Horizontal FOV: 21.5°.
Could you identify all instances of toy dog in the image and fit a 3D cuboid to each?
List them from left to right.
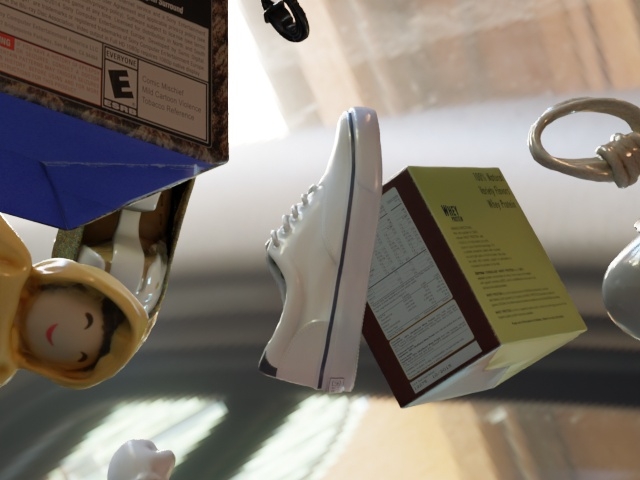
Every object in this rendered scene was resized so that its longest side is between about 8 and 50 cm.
[{"bbox_3d":[0.326,-0.030,1.260,0.220,0.334,0.161,57,-15,37],"label":"toy dog"}]

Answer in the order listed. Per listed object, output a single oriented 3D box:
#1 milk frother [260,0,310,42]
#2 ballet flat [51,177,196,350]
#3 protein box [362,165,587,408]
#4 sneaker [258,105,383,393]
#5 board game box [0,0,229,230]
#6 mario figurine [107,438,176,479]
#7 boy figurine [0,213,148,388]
[{"bbox_3d":[0.008,-0.260,1.498,0.143,0.135,0.129,102,-29,-66],"label":"milk frother"},{"bbox_3d":[-0.178,-0.024,1.596,0.123,0.123,0.348,39,-64,57],"label":"ballet flat"},{"bbox_3d":[0.133,0.043,1.725,0.200,0.136,0.201,-3,62,-57],"label":"protein box"},{"bbox_3d":[0.000,0.000,1.443,0.094,0.091,0.258,103,-5,-68],"label":"sneaker"},{"bbox_3d":[-0.178,-0.181,0.882,0.141,0.232,0.291,-20,-118,41],"label":"board game box"},{"bbox_3d":[-0.094,0.279,1.376,0.321,0.170,0.198,-1,-40,24],"label":"mario figurine"},{"bbox_3d":[-0.248,0.046,1.050,0.092,0.285,0.177,-154,-103,-70],"label":"boy figurine"}]
